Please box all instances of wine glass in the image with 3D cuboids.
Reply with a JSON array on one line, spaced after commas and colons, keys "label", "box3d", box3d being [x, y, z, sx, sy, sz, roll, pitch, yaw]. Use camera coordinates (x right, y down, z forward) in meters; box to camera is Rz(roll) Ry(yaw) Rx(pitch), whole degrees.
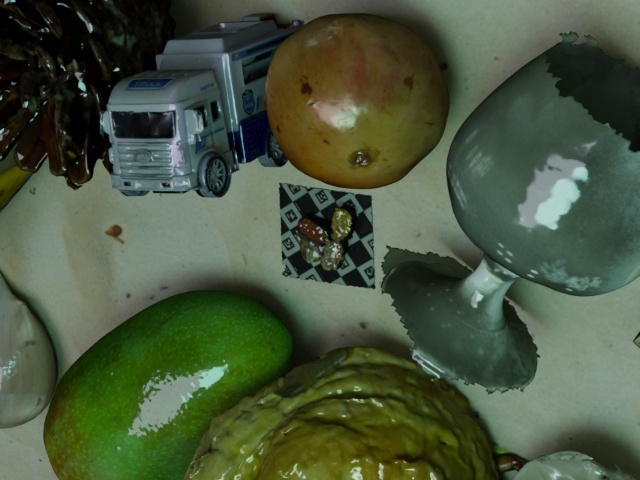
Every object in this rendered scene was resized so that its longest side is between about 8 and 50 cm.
[{"label": "wine glass", "box3d": [0.211, -0.024, 1.342, 0.238, 0.238, 0.323, 41, 122, 10]}]

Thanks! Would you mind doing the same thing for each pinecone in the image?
[{"label": "pinecone", "box3d": [-0.283, -0.201, 1.521, 0.242, 0.296, 0.298, -5, 117, 28]}]

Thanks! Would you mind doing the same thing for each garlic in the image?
[{"label": "garlic", "box3d": [-0.425, 0.147, 1.876, 0.148, 0.128, 0.266, 19, 108, 10]}]

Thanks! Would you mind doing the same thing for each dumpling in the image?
[{"label": "dumpling", "box3d": [0.279, 0.330, 1.495, 0.172, 0.142, 0.247, -1, 121, 33]}]

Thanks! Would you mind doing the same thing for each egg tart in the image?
[{"label": "egg tart", "box3d": [0.042, 0.280, 1.513, 0.351, 0.153, 0.339, 40, 83, -6]}]

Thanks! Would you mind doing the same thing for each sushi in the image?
[{"label": "sushi", "box3d": [0.000, 0.000, 1.593, 0.126, 0.026, 0.120, 8, 114, 28]}]

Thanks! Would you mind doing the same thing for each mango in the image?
[{"label": "mango", "box3d": [-0.186, 0.198, 1.684, 0.382, 0.201, 0.225, -34, 66, 27]}]

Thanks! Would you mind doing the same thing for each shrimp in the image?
[{"label": "shrimp", "box3d": [0.231, 0.305, 1.583, 0.091, 0.025, 0.127, -35, 87, 34]}]

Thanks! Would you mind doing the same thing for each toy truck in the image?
[{"label": "toy truck", "box3d": [-0.115, -0.144, 1.455, 0.124, 0.268, 0.155, 2, 109, 29]}]

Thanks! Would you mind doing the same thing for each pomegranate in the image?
[{"label": "pomegranate", "box3d": [0.037, -0.148, 1.416, 0.191, 0.191, 0.191, 12, 115, 26]}]

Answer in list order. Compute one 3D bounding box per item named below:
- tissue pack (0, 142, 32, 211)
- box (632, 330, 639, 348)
[{"label": "tissue pack", "box3d": [-0.558, -0.057, 1.741, 0.228, 0.293, 0.382, 48, 126, -1]}, {"label": "box", "box3d": [0.443, 0.069, 1.334, 0.159, 0.071, 0.240, 42, 124, 7]}]
